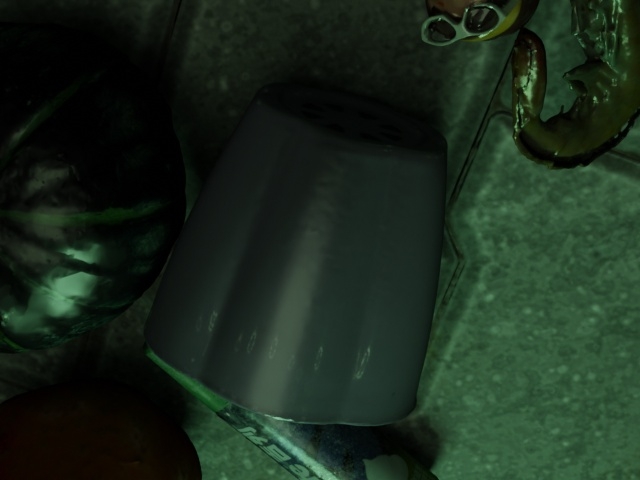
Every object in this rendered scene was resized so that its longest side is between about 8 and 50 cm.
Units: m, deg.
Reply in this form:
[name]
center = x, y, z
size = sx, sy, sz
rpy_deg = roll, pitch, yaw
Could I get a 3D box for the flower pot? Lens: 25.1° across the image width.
[flower pot]
center = 0.000, 0.000, 1.280
size = 0.265, 0.265, 0.243
rpy_deg = 18, 106, 1

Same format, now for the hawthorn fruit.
[hawthorn fruit]
center = -0.245, 0.300, 1.450
size = 0.254, 0.300, 0.254
rpy_deg = -3, 144, -2

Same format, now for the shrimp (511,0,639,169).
[shrimp]
center = 0.209, -0.158, 1.187
size = 0.173, 0.058, 0.253
rpy_deg = -43, 138, -11

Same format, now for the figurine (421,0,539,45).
[figurine]
center = 0.104, -0.276, 1.170
size = 0.174, 0.116, 0.240
rpy_deg = -13, 108, 35

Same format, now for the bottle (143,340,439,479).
[bottle]
center = -0.028, 0.179, 1.460
size = 0.330, 0.093, 0.093
rpy_deg = 40, 118, -11

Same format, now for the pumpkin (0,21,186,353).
[pumpkin]
center = -0.273, -0.043, 1.289
size = 0.315, 0.238, 0.315
rpy_deg = 5, 103, 20
